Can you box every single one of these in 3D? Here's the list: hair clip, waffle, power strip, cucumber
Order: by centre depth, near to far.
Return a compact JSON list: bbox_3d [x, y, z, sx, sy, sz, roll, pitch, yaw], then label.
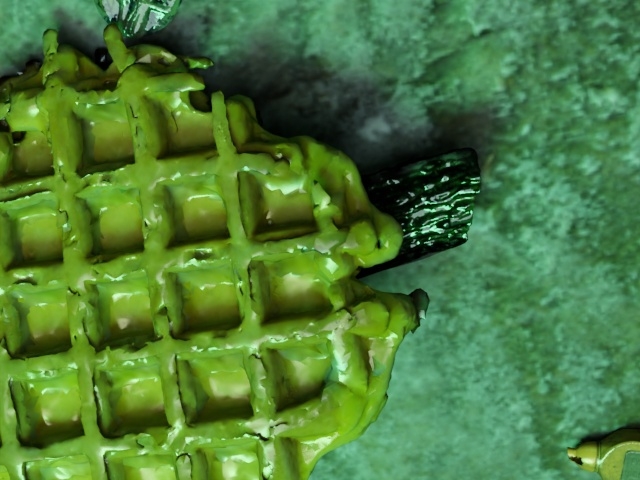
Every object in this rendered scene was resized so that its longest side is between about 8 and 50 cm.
[{"bbox_3d":[-0.098,-0.242,1.192,0.066,0.036,0.229,25,120,-4],"label":"hair clip"},{"bbox_3d":[-0.141,0.057,1.239,0.380,0.095,0.382,33,98,11],"label":"waffle"},{"bbox_3d":[0.000,-0.001,1.277,0.265,0.077,0.077,-17,112,12],"label":"cucumber"},{"bbox_3d":[0.282,0.178,1.365,0.178,0.028,0.049,6,115,0],"label":"power strip"}]
